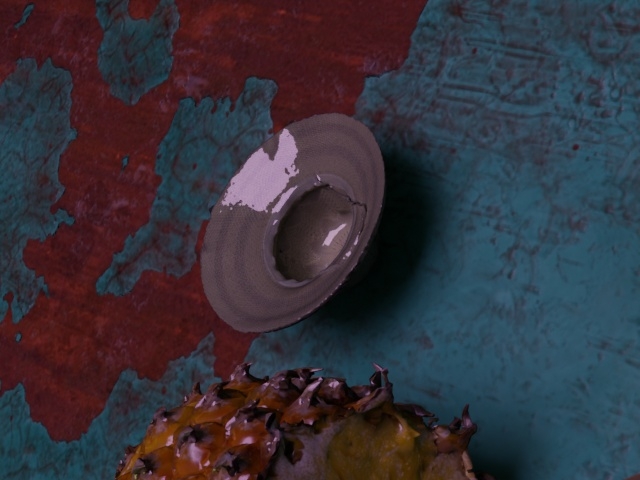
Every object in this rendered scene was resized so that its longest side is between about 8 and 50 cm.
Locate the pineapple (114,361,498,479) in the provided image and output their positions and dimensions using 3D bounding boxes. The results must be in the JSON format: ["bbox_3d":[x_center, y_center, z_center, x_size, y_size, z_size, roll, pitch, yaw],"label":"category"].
[{"bbox_3d":[-0.025,0.274,1.461,0.300,0.352,0.352,1,75,58],"label":"pineapple"}]

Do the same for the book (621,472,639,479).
[{"bbox_3d":[0.231,0.292,1.414,0.198,0.016,0.138,-30,56,33],"label":"book"}]

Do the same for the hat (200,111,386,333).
[{"bbox_3d":[0.000,0.000,1.686,0.252,0.110,0.252,-24,50,33],"label":"hat"}]
